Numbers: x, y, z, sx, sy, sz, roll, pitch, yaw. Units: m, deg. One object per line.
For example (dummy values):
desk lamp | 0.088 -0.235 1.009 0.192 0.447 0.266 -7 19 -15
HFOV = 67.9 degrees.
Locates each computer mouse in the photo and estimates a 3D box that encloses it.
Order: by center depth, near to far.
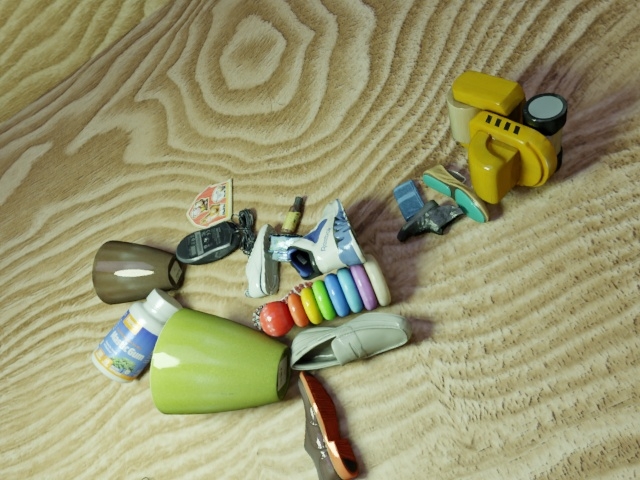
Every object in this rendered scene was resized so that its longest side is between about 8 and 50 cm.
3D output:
computer mouse | -0.333 0.016 1.547 0.272 0.072 0.188 -17 55 5

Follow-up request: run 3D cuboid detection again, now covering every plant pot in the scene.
plant pot | -0.233 0.327 1.227 0.294 0.275 0.274 4 66 13
plant pot | -0.578 0.103 1.562 0.230 0.215 0.215 -1 63 11

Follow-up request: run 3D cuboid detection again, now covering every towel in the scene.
towel | 0.247 -0.111 1.323 0.067 0.029 0.119 -26 56 15

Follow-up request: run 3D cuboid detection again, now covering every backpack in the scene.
backpack | -0.083 0.023 1.385 0.114 0.105 0.084 0 87 28

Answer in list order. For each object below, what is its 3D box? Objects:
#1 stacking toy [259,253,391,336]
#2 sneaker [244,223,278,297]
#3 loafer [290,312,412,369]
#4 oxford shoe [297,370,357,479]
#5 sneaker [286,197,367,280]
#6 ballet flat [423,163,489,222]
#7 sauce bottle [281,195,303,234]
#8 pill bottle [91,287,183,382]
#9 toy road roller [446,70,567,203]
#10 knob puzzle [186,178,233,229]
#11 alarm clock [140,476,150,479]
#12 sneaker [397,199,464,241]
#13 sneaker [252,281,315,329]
stacking toy | 0.003 0.154 1.199 0.330 0.141 0.141 -22 55 0
sneaker | -0.181 0.058 1.432 0.095 0.090 0.235 -16 56 31
loafer | 0.068 0.257 1.160 0.319 0.112 0.111 -20 25 26
oxford shoe | -0.012 0.442 1.129 0.098 0.097 0.271 -37 52 15
sneaker | 0.000 0.001 1.235 0.182 0.127 0.315 -24 20 5
ballet flat | 0.368 -0.134 1.245 0.073 0.080 0.232 -35 53 -12
sauce bottle | -0.084 -0.076 1.474 0.042 0.042 0.128 8 70 31
pill bottle | -0.553 0.286 1.462 0.152 0.152 0.272 35 85 37
toy road roller | 0.420 -0.243 1.173 0.240 0.202 0.329 -45 53 -11
knob puzzle | -0.397 -0.123 1.674 0.213 0.030 0.213 -12 60 22
alarm clock | -0.444 0.710 1.238 0.129 0.064 0.192 -39 50 5
sneaker | 0.286 -0.040 1.247 0.170 0.051 0.089 -48 66 13
sneaker | -0.076 0.180 1.307 0.225 0.093 0.088 -20 74 -3
